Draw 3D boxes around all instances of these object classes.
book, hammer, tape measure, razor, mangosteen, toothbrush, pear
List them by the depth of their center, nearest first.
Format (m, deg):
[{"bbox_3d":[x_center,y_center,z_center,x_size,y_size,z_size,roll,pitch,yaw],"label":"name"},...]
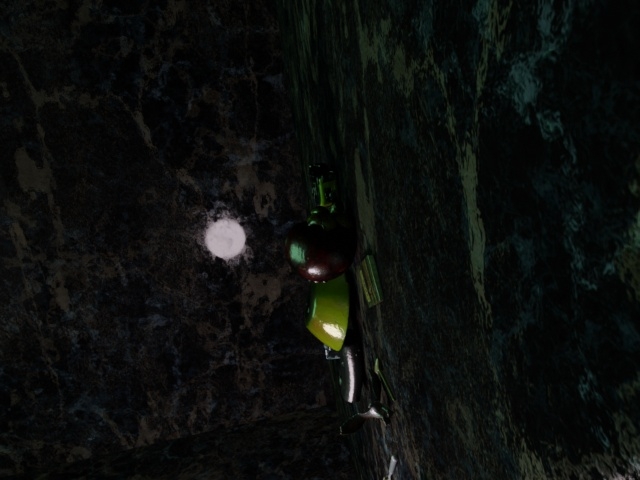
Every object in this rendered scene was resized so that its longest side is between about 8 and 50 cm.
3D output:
[{"bbox_3d":[0.177,0.148,1.705,0.228,0.024,0.161,108,149,-76],"label":"book"},{"bbox_3d":[0.239,0.506,1.761,0.195,0.028,0.060,-120,27,-63],"label":"hammer"},{"bbox_3d":[0.004,0.018,1.930,0.311,0.310,0.312,170,90,-84],"label":"mangosteen"},{"bbox_3d":[0.287,0.932,1.969,0.343,0.030,0.025,90,163,-51],"label":"toothbrush"},{"bbox_3d":[0.014,-0.232,2.125,0.199,0.112,0.186,-122,18,-61],"label":"tape measure"},{"bbox_3d":[0.019,0.308,2.257,0.399,0.164,0.400,-174,90,-80],"label":"pear"},{"bbox_3d":[0.145,0.599,2.320,0.189,0.107,0.328,-123,28,-73],"label":"razor"}]

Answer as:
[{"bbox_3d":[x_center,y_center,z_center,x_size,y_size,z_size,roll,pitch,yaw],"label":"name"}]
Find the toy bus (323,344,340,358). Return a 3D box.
[{"bbox_3d":[0.075,0.517,2.750,0.165,0.132,0.272,-103,7,-71],"label":"toy bus"}]

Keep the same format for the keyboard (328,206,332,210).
[{"bbox_3d":[0.046,-0.222,2.279,0.072,0.023,0.231,-112,13,-49],"label":"keyboard"}]

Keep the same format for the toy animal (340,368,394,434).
[{"bbox_3d":[0.210,0.652,1.813,0.197,0.273,0.160,44,158,-9],"label":"toy animal"}]
